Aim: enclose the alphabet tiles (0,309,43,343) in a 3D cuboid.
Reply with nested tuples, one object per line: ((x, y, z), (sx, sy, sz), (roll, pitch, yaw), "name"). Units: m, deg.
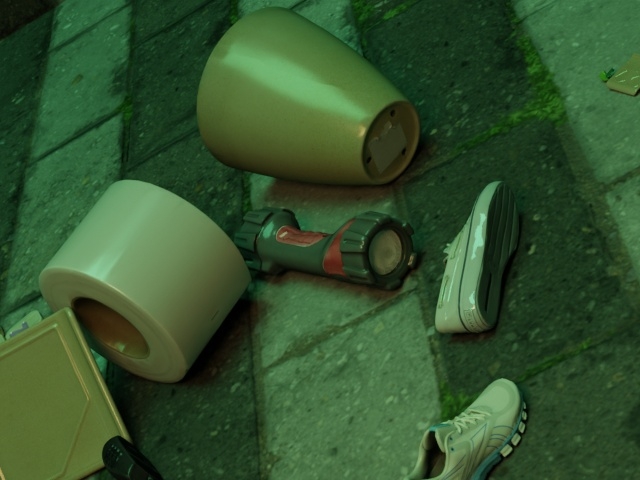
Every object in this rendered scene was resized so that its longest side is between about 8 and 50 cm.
((-0.545, 0.227, 2.276), (0.278, 0.021, 0.284), (-40, 31, -4), "alphabet tiles")

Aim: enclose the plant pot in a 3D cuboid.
((0.004, -0.183, 2.091), (0.274, 0.256, 0.256), (26, 66, 38), "plant pot")

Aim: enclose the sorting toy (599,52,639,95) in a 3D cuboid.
((0.414, -0.225, 1.917), (0.062, 0.012, 0.083), (-48, 36, -9), "sorting toy")

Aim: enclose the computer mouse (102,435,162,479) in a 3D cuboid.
((-0.216, 0.318, 1.780), (0.041, 0.071, 0.242), (-48, 36, -2), "computer mouse")

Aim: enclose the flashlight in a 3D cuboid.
((0.000, 0.000, 1.954), (0.103, 0.103, 0.304), (-23, 20, -32), "flashlight")

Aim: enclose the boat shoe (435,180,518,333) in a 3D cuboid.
((0.185, 0.018, 1.754), (0.076, 0.083, 0.226), (-13, 39, 33), "boat shoe")

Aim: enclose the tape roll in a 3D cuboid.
((-0.245, 0.059, 1.979), (0.246, 0.246, 0.169), (1, 47, 46), "tape roll")

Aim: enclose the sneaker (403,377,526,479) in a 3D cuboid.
((0.153, 0.213, 1.527), (0.071, 0.083, 0.190), (1, 46, 48), "sneaker")

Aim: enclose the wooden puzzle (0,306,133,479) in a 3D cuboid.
((-0.389, 0.238, 1.967), (0.239, 0.221, 0.044), (-29, -11, 16), "wooden puzzle")
